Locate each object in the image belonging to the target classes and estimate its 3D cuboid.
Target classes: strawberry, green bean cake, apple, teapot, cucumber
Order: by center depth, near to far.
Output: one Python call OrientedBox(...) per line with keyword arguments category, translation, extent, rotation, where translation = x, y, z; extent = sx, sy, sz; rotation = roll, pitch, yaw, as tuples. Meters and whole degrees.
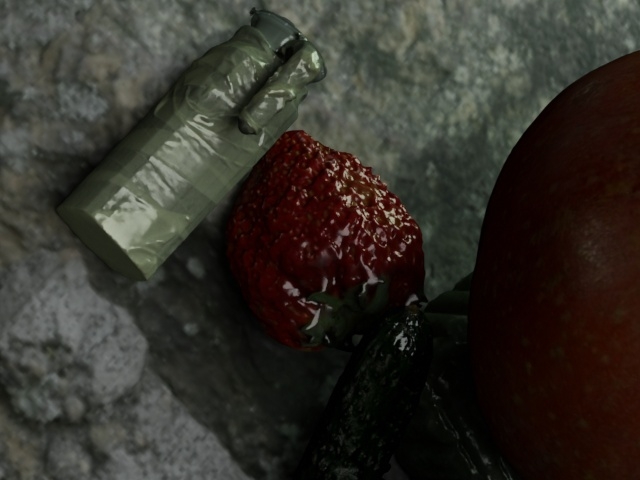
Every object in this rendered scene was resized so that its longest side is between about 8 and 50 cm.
OrientedBox(category="apple", translation=(0.251, 0.046, 1.224), extent=(0.348, 0.277, 0.348), rotation=(25, 43, -25))
OrientedBox(category="teapot", translation=(-0.076, -0.068, 1.263), extent=(0.077, 0.107, 0.200), rotation=(47, 71, -17))
OrientedBox(category="cucumber", translation=(0.024, 0.139, 1.295), extent=(0.067, 0.067, 0.245), rotation=(10, 118, -27))
OrientedBox(category="strawberry", translation=(0.000, 0.005, 1.311), extent=(0.131, 0.148, 0.131), rotation=(-22, 143, -17))
OrientedBox(category="green bean cake", translation=(0.144, 0.116, 1.396), extent=(0.185, 0.094, 0.183), rotation=(-34, 105, -28))
